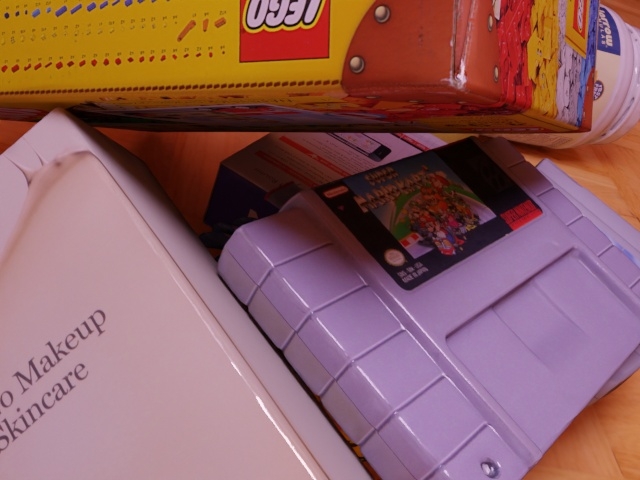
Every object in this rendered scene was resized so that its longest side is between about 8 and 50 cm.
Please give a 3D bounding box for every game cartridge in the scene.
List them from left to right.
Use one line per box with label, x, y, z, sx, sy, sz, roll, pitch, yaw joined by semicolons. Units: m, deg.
game cartridge;0.119;0.031;0.542;0.355;0.068;0.230;-23;69;-46
game cartridge;0.255;0.031;0.727;0.198;0.062;0.297;38;38;11

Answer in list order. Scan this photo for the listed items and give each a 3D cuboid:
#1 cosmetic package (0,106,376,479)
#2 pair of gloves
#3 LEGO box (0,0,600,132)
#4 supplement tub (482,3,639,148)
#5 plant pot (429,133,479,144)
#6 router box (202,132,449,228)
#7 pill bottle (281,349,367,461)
cosmetic package;-0.115;0.087;0.441;0.309;0.160;0.113;49;3;22
pair of gloves;0.000;0.000;0.628;0.159;0.023;0.198;25;30;21
LEGO box;-0.065;-0.190;0.579;0.500;0.193;0.372;5;7;29
supplement tub;0.331;-0.272;1.131;0.324;0.235;0.235;6;39;-22
plant pot;0.140;-0.153;0.981;0.134;0.134;0.095;32;53;12
router box;0.090;-0.026;0.816;0.335;0.082;0.301;32;37;12
pill bottle;0.005;0.111;0.563;0.214;0.117;0.117;8;38;-19
